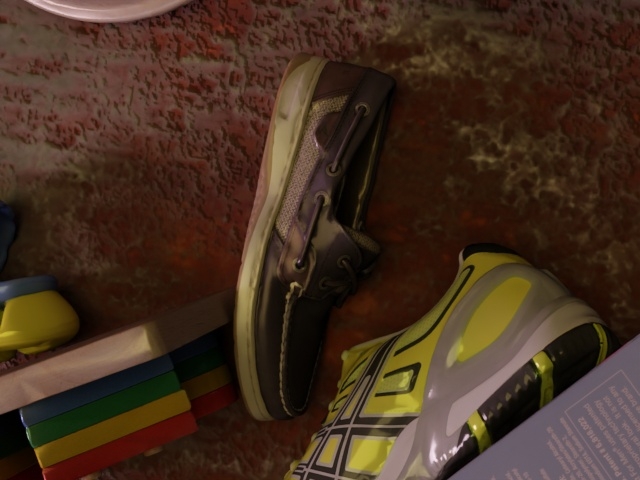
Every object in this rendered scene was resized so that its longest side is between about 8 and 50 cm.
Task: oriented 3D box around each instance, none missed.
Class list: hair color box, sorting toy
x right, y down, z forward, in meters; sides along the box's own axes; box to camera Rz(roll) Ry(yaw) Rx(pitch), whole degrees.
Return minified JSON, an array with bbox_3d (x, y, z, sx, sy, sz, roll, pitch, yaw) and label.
[{"bbox_3d":[0.160,0.220,1.011,0.374,0.185,0.113,-39,53,9],"label":"hair color box"},{"bbox_3d":[-0.183,0.125,1.078,0.256,0.257,0.089,-21,90,13],"label":"sorting toy"}]

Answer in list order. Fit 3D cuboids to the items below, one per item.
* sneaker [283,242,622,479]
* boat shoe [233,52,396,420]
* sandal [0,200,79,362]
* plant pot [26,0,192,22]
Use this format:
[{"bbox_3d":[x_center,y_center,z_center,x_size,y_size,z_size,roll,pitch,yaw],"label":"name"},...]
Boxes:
[{"bbox_3d":[0.053,0.165,1.099,0.385,0.145,0.147,-43,49,12],"label":"sneaker"},{"bbox_3d":[0.000,0.000,1.116,0.092,0.103,0.285,7,84,19],"label":"boat shoe"},{"bbox_3d":[-0.356,0.046,1.199,0.317,0.126,0.138,-11,82,5],"label":"sandal"},{"bbox_3d":[-0.219,-0.345,1.054,0.334,0.305,0.333,0,89,21],"label":"plant pot"}]
